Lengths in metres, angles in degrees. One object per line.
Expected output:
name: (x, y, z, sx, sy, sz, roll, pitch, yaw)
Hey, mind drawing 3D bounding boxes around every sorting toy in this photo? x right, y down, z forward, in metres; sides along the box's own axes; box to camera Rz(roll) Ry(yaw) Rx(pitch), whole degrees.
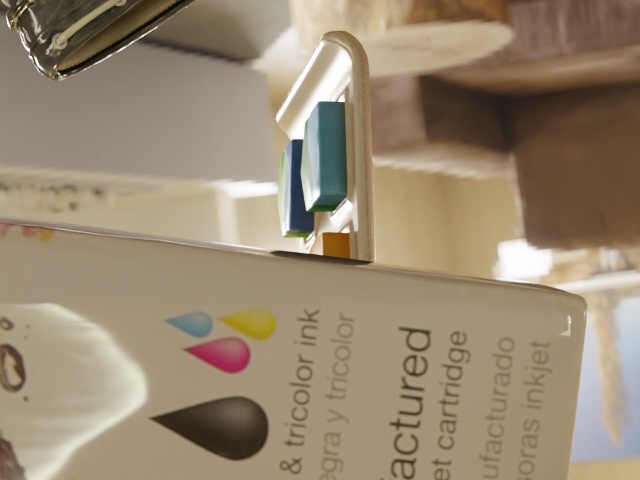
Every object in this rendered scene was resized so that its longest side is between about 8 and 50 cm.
sorting toy: (0.000, 0.000, 0.868, 0.038, 0.208, 0.193, -4, 170, -12)

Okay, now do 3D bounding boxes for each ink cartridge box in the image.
ink cartridge box: (-0.085, 0.093, 0.436, 0.270, 0.198, 0.197, 6, 180, -4)

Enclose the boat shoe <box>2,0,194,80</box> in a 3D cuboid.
boat shoe: (-0.075, -0.208, 1.002, 0.302, 0.091, 0.114, -27, 172, 0)
